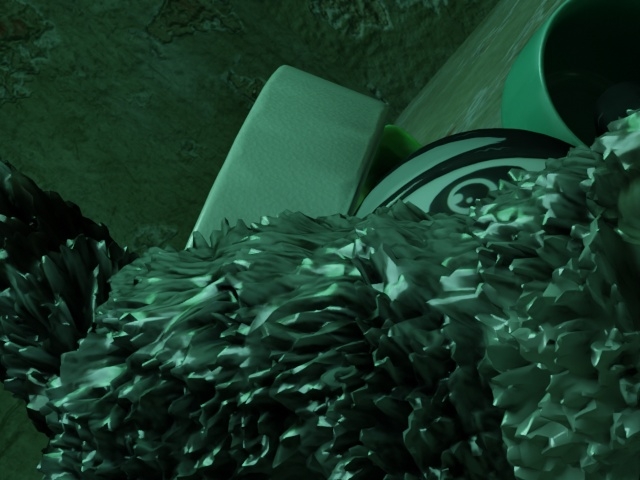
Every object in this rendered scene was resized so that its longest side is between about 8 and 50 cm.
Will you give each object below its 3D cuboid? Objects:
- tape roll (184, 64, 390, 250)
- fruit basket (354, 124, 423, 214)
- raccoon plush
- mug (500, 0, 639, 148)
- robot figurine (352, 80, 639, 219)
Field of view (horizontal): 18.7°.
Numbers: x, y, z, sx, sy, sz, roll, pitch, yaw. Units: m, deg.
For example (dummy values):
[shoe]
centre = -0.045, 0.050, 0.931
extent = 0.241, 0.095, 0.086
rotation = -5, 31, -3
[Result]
[tape roll]
centre = -0.059, 0.088, 1.109
extent = 0.392, 0.072, 0.392
rotation = 21, -90, -89
[fruit basket]
centre = 0.069, 0.014, 1.439
extent = 0.327, 0.165, 0.353
rotation = -55, 8, -24
[raccoon plush]
centre = 0.000, 0.000, 0.665
extent = 0.216, 0.446, 0.299
rotation = -33, -28, -60
[mug]
centre = 0.191, -0.078, 1.208
extent = 0.097, 0.157, 0.129
rotation = 129, 152, -63
[robot figurine]
centre = 0.087, 0.033, 0.927
extent = 0.278, 0.173, 0.209
rotation = -80, -13, -82
